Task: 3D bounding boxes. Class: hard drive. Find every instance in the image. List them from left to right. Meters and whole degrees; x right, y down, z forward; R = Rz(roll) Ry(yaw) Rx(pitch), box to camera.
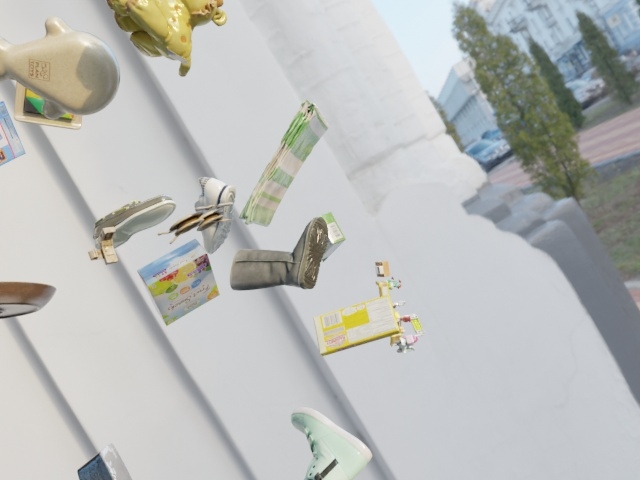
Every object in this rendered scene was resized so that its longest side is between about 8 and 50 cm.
[{"bbox_3d":[-0.632,0.762,1.733,0.172,0.254,0.054,-39,-17,22],"label":"hard drive"}]

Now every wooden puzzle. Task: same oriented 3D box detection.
[{"bbox_3d":[-0.959,-0.527,2.047,0.221,0.238,0.044,5,4,-22],"label":"wooden puzzle"}]

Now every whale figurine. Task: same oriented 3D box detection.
[{"bbox_3d":[-0.576,-0.374,1.250,0.272,0.216,0.141,6,22,-12],"label":"whale figurine"}]

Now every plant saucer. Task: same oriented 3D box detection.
[{"bbox_3d":[-0.784,0.148,1.343,0.311,0.050,0.310,-9,-13,-2],"label":"plant saucer"}]

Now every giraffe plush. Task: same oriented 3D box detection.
[{"bbox_3d":[-0.284,-0.454,1.139,0.170,0.210,0.181,-52,-11,-14],"label":"giraffe plush"}]

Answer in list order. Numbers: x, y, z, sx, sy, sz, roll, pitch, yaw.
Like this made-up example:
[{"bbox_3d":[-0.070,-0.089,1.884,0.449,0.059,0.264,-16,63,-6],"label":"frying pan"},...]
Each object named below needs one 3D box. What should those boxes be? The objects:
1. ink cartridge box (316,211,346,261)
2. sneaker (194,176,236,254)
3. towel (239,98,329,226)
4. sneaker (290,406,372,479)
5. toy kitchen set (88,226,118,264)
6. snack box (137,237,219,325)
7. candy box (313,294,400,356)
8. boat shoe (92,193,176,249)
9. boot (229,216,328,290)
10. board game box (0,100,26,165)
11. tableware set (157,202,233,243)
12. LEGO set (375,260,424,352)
[{"bbox_3d":[0.000,0.000,1.967,0.062,0.108,0.209,-22,-14,-29],"label":"ink cartridge box"},{"bbox_3d":[-0.292,-0.066,1.550,0.090,0.095,0.235,-61,-10,-54],"label":"sneaker"},{"bbox_3d":[-0.084,-0.180,1.449,0.324,0.038,0.248,-60,-8,4],"label":"towel"},{"bbox_3d":[-0.019,0.495,1.355,0.151,0.094,0.256,-43,35,-26],"label":"sneaker"},{"bbox_3d":[-0.615,0.019,1.636,0.068,0.083,0.075,-12,-21,-39],"label":"toy kitchen set"},{"bbox_3d":[-0.375,0.115,1.551,0.175,0.070,0.207,-31,-31,-20],"label":"snack box"},{"bbox_3d":[0.089,0.213,1.448,0.206,0.105,0.027,-18,-34,9],"label":"candy box"},{"bbox_3d":[-0.588,-0.074,1.803,0.305,0.091,0.109,-27,-23,16],"label":"boat shoe"},{"bbox_3d":[-0.096,0.032,1.314,0.209,0.076,0.189,-2,57,36],"label":"boot"},{"bbox_3d":[-0.925,-0.274,1.583,0.039,0.160,0.211,-1,29,18],"label":"board game box"},{"bbox_3d":[-0.288,-0.037,1.373,0.128,0.039,0.194,-31,-2,17],"label":"tableware set"},{"bbox_3d":[0.238,0.196,1.712,0.107,0.286,0.132,-9,-27,-8],"label":"LEGO set"}]
